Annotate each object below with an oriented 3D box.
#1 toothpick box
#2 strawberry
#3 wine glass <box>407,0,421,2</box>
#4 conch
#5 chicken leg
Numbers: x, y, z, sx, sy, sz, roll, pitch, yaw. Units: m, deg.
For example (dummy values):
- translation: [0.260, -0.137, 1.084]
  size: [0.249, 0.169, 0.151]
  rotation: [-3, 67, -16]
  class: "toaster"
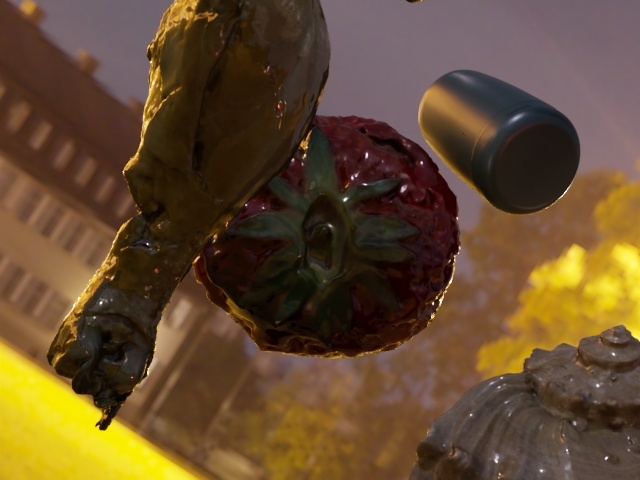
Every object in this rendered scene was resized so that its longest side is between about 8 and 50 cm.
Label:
- translation: [0.184, -0.113, 1.853]
  size: [0.120, 0.120, 0.184]
  rotation: [39, 3, -35]
  class: "toothpick box"
- translation: [0.000, -0.010, 1.868]
  size: [0.292, 0.292, 0.310]
  rotation: [34, 8, -15]
  class: "strawberry"
- translation: [0.108, -0.239, 1.597]
  size: [0.083, 0.042, 0.039]
  rotation: [-3, -48, 50]
  class: "wine glass"
- translation: [0.227, 0.250, 1.561]
  size: [0.297, 0.352, 0.210]
  rotation: [1, 1, -28]
  class: "conch"
- translation: [-0.118, -0.046, 1.447]
  size: [0.153, 0.429, 0.201]
  rotation: [26, -2, -3]
  class: "chicken leg"
